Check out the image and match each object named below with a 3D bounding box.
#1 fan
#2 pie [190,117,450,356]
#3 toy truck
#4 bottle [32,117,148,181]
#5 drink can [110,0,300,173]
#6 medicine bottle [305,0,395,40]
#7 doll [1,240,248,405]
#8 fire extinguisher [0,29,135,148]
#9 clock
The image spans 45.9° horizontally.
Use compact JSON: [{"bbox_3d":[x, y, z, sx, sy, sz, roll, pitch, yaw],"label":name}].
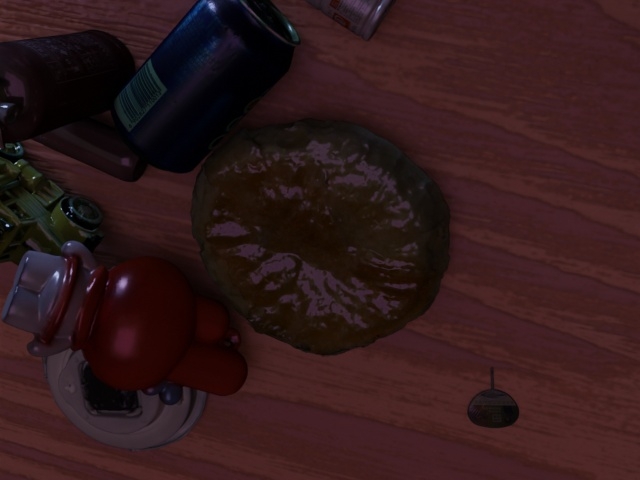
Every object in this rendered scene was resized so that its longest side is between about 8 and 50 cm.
[{"bbox_3d":[0.217,0.198,0.922,0.060,0.003,0.080,24,112,2],"label":"fan"},{"bbox_3d":[0.000,0.000,0.861,0.307,0.071,0.306,5,113,11],"label":"pie"},{"bbox_3d":[-0.396,-0.041,0.893,0.260,0.135,0.128,39,112,-7],"label":"toy truck"},{"bbox_3d":[-0.271,-0.116,0.884,0.140,0.053,0.053,24,112,2],"label":"bottle"},{"bbox_3d":[-0.122,-0.171,0.801,0.205,0.118,0.118,-41,97,22],"label":"drink can"},{"bbox_3d":[0.027,-0.251,0.775,0.089,0.057,0.057,33,112,-1],"label":"medicine bottle"},{"bbox_3d":[-0.211,0.098,0.882,0.290,0.130,0.161,22,74,-25],"label":"doll"},{"bbox_3d":[-0.287,-0.156,0.757,0.105,0.269,0.104,4,110,10],"label":"fire extinguisher"},{"bbox_3d":[-0.264,0.182,0.988,0.237,0.053,0.236,3,110,9],"label":"clock"}]
